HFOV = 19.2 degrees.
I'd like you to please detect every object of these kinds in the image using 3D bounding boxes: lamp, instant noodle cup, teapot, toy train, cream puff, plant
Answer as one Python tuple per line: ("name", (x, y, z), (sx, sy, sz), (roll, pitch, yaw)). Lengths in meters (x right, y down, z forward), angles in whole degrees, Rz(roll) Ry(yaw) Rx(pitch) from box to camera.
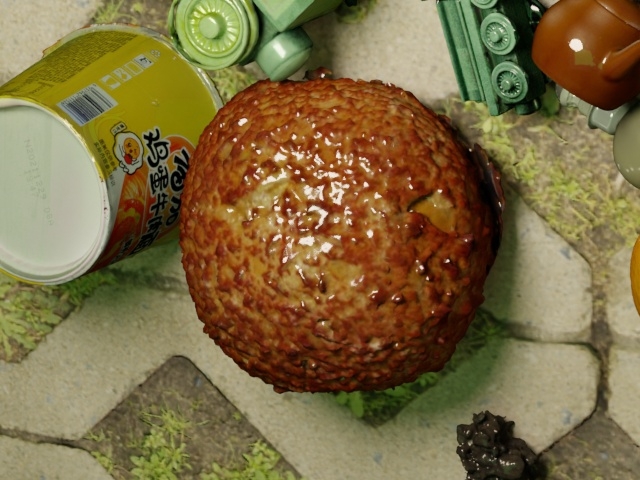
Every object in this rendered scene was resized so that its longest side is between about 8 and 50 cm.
("lamp", (0.279, -0.108, 1.723), (0.163, 0.091, 0.091), (38, 125, 30))
("instant noodle cup", (-0.248, -0.079, 1.965), (0.264, 0.200, 0.264), (11, 115, 25))
("teapot", (0.249, -0.183, 1.665), (0.116, 0.173, 0.116), (-4, 117, -8))
("toy train", (0.155, -0.197, 1.758), (0.111, 0.071, 0.170), (0, 113, 47))
("toy train", (-0.084, -0.288, 1.812), (0.188, 0.159, 0.271), (-40, 86, 29))
("cream puff", (-0.001, 0.004, 1.841), (0.350, 0.229, 0.350), (12, 114, 28))
("plant", (0.200, 0.248, 1.914), (0.174, 0.087, 0.085), (49, 161, 0))

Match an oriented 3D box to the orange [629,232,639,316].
("orange", (0.363, 0.036, 1.687), (0.177, 0.155, 0.177), (21, 123, 36))
